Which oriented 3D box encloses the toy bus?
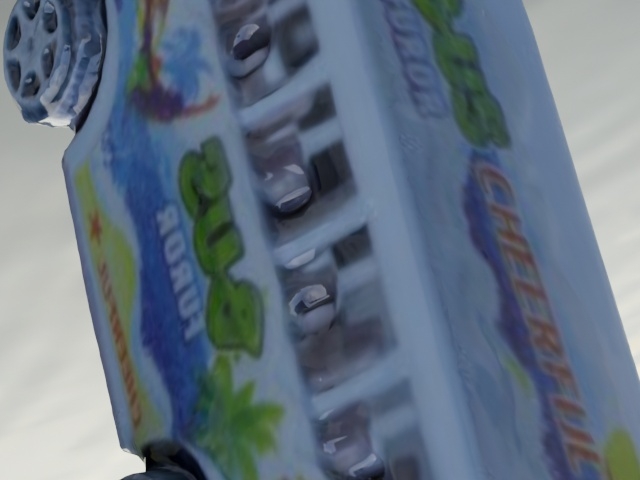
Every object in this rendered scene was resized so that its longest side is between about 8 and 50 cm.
[{"bbox_3d":[0.000,0.000,0.503,0.109,0.329,0.136,5,150,-40],"label":"toy bus"}]
